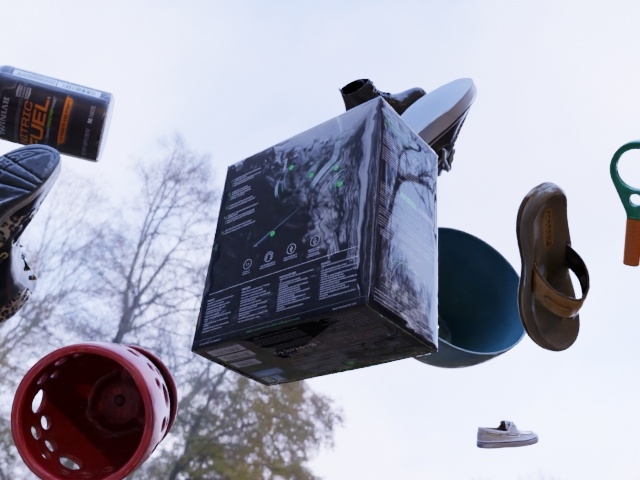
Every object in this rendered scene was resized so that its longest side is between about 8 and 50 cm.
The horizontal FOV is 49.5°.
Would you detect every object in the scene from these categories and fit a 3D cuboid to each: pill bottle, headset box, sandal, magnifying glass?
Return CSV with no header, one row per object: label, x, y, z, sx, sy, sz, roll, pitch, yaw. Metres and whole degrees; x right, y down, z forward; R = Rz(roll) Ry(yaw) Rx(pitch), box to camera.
pill bottle,-0.495,-0.225,1.207,0.246,0.130,0.130,13,-44,-15
headset box,0.000,0.000,0.811,0.246,0.282,0.131,-20,-39,34
sandal,0.218,0.033,0.632,0.049,0.072,0.180,23,-45,49
magnifying glass,0.545,-0.062,1.200,0.092,0.026,0.230,14,-57,40

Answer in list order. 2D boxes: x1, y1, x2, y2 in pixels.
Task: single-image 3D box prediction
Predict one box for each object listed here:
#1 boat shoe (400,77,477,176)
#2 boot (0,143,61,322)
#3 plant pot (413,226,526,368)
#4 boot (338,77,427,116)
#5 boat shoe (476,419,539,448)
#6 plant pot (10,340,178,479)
boat shoe,0.169,-0.142,1.163,0.105,0.306,0.113,50,-21,-29
boot,-0.435,-0.005,0.971,0.085,0.236,0.178,24,-30,12
plant pot,0.244,0.145,1.407,0.290,0.290,0.195,20,-41,-9
boot,0.140,-0.315,1.515,0.198,0.077,0.137,-32,-42,-9
boat shoe,0.259,0.266,0.959,0.100,0.035,0.035,2,-6,-20
plant pot,-0.301,0.235,0.966,0.191,0.191,0.174,9,-7,2
